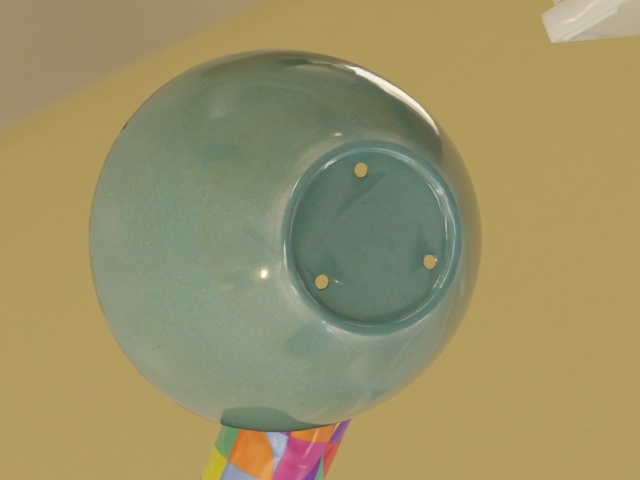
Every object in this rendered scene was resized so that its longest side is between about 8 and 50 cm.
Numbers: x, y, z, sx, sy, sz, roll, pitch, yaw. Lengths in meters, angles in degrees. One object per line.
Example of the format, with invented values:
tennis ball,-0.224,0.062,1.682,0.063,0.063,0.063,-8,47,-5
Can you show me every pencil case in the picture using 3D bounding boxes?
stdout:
pencil case,-0.038,0.174,1.545,0.104,0.236,0.104,22,-169,-5

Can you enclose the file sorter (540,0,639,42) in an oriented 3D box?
file sorter,0.245,-0.239,1.148,0.278,0.193,0.173,-12,-104,-53

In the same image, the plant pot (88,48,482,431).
plant pot,0.000,0.000,1.383,0.290,0.290,0.195,62,161,-10
